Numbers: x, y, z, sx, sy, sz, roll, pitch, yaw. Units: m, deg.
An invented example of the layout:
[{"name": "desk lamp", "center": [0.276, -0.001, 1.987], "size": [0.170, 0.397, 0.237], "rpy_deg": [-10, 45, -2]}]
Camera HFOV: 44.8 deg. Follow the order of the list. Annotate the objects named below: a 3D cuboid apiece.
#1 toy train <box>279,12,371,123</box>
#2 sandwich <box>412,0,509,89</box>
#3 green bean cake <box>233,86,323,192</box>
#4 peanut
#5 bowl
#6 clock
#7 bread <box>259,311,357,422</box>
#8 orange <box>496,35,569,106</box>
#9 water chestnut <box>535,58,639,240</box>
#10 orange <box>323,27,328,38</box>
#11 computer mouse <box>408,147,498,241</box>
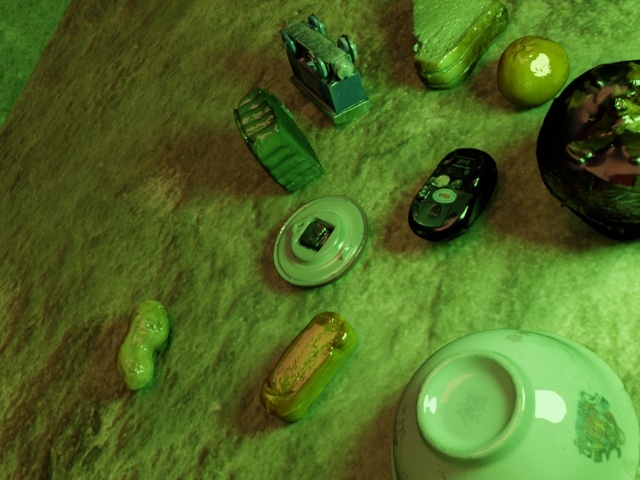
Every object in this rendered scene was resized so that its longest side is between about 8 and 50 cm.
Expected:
[{"name": "toy train", "center": [0.009, -0.447, 1.993], "size": [0.131, 0.202, 0.300], "rpy_deg": [-30, 44, -9]}, {"name": "sandwich", "center": [0.286, -0.506, 1.910], "size": [0.254, 0.099, 0.288], "rpy_deg": [-49, 46, -6]}, {"name": "green bean cake", "center": [-0.112, -0.252, 1.911], "size": [0.124, 0.227, 0.223], "rpy_deg": [-31, 46, 9]}, {"name": "peanut", "center": [-0.428, 0.249, 1.861], "size": [0.103, 0.098, 0.230], "rpy_deg": [-26, 44, 54]}, {"name": "bowl", "center": [0.275, 0.298, 1.266], "size": [0.434, 0.196, 0.435], "rpy_deg": [-18, 50, 23]}, {"name": "clock", "center": [-0.001, -0.001, 1.773], "size": [0.244, 0.056, 0.245], "rpy_deg": [-19, 49, 24]}, {"name": "bread", "center": [-0.024, 0.257, 1.578], "size": [0.102, 0.094, 0.245], "rpy_deg": [33, 80, 39]}, {"name": "orange", "center": [0.453, -0.368, 1.669], "size": [0.158, 0.136, 0.159], "rpy_deg": [-18, 47, 21]}, {"name": "water chestnut", "center": [0.536, -0.177, 1.337], "size": [0.335, 0.347, 0.335], "rpy_deg": [-11, 62, 22]}, {"name": "orange", "center": [-0.016, -0.566, 2.185], "size": [0.085, 0.085, 0.085], "rpy_deg": [-18, 50, 23]}, {"name": "computer mouse", "center": [0.280, -0.085, 1.613], "size": [0.137, 0.096, 0.233], "rpy_deg": [24, 70, 38]}]
